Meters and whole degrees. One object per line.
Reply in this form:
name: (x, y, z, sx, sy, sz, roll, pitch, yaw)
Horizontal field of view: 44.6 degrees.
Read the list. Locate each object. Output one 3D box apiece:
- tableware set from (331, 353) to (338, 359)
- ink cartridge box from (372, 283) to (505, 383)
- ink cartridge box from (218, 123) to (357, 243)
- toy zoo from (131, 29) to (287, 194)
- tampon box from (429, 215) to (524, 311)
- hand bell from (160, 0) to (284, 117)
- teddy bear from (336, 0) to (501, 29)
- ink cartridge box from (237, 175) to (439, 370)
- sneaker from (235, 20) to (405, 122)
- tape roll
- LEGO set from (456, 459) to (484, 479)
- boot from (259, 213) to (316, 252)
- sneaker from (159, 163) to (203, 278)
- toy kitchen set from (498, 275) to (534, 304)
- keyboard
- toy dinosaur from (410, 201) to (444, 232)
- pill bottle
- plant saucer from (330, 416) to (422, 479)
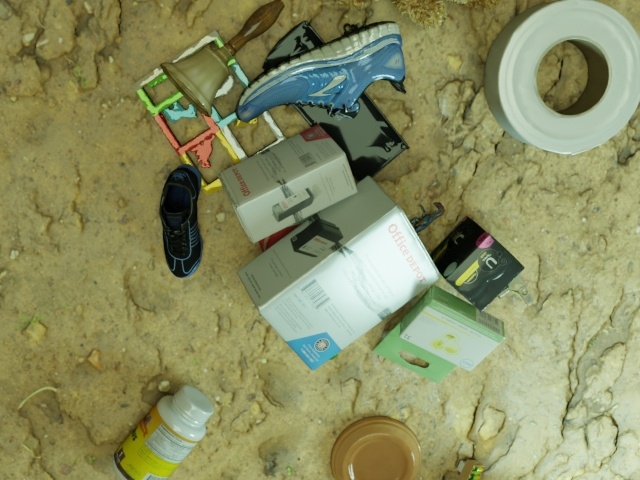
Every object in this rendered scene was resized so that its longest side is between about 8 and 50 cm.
tableware set: (0.002, 0.171, 1.603, 0.104, 0.024, 0.154, -41, 105, 9)
ink cartridge box: (0.230, 0.208, 1.559, 0.171, 0.056, 0.235, 27, 127, -11)
ink cartridge box: (-0.063, -0.107, 1.435, 0.217, 0.158, 0.092, -25, 123, -5)
toy zoo: (-0.195, -0.221, 1.484, 0.192, 0.030, 0.293, -32, 104, 3)
tampon box: (0.299, 0.043, 1.523, 0.101, 0.161, 0.120, 41, 97, -13)
hand bell: (-0.156, -0.349, 1.401, 0.242, 0.126, 0.126, -45, 103, -6)
teddy bear: (0.185, -0.504, 1.407, 0.338, 0.113, 0.245, 15, 100, -8)
ink cartridge box: (0.037, 0.063, 1.460, 0.307, 0.129, 0.223, -36, 132, 0)
sneaker: (0.004, -0.275, 1.410, 0.330, 0.130, 0.147, -21, 105, 4)
tape roll: (0.461, -0.310, 1.482, 0.286, 0.100, 0.286, -1, 104, -5)
LEGO set: (0.262, 0.607, 1.685, 0.287, 0.107, 0.132, -36, 104, 5)
boot: (0.000, 0.000, 1.537, 0.244, 0.088, 0.176, -13, 118, -8)
sneaker: (-0.270, -0.025, 1.481, 0.081, 0.090, 0.232, 6, 112, 7)
toy kitchen set: (0.386, 0.118, 1.596, 0.083, 0.068, 0.075, -35, 104, 5)
keyboard: (0.057, -0.285, 1.491, 0.201, 0.033, 0.317, -38, 105, 11)
toy dinosaur: (0.210, -0.043, 1.569, 0.082, 0.047, 0.090, -16, 142, -14)
pill bottle: (-0.315, 0.398, 1.581, 0.117, 0.117, 0.215, 39, 97, -12)
plant saucer: (0.122, 0.477, 1.679, 0.200, 0.037, 0.200, -1, 103, -5)
